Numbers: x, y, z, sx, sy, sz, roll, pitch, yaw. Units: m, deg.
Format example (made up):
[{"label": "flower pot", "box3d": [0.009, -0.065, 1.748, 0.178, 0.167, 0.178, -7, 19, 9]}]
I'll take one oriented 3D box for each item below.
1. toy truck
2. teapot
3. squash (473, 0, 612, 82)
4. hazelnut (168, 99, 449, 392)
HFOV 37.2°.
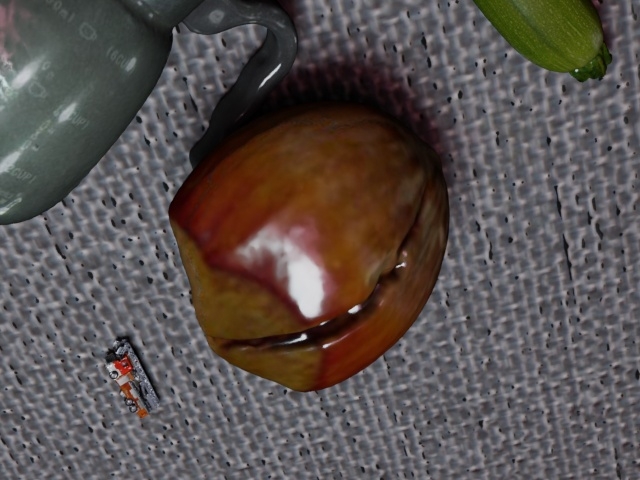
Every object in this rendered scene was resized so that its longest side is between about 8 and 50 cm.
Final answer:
[{"label": "toy truck", "box3d": [-0.176, 0.128, 0.876, 0.032, 0.024, 0.083, -28, 122, -10]}, {"label": "teapot", "box3d": [-0.139, -0.145, 0.607, 0.285, 0.223, 0.305, -38, 113, 12]}, {"label": "squash", "box3d": [0.124, -0.200, 0.659, 0.069, 0.069, 0.258, -35, 116, 18]}, {"label": "hazelnut", "box3d": [0.001, 0.002, 0.712, 0.180, 0.181, 0.212, -9, 133, 24]}]
